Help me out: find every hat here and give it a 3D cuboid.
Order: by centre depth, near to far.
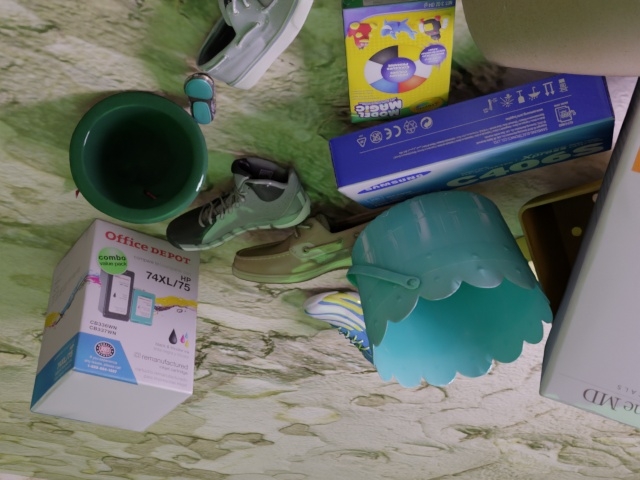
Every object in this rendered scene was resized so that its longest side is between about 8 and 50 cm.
[{"bbox_3d":[-0.249,-0.111,1.107,0.209,0.172,0.183,20,180,0],"label":"hat"}]

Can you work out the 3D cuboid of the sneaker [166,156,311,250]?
[{"bbox_3d":[-0.136,-0.067,1.169,0.229,0.086,0.132,-15,142,2],"label":"sneaker"}]

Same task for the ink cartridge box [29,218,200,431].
[{"bbox_3d":[-0.336,0.145,1.302,0.198,0.270,0.197,19,140,-30],"label":"ink cartridge box"}]

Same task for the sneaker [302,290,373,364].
[{"bbox_3d":[0.082,0.172,1.495,0.240,0.126,0.091,7,155,-15],"label":"sneaker"}]

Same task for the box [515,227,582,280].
[{"bbox_3d":[0.406,0.016,1.339,0.232,0.058,0.087,-25,141,32],"label":"box"}]

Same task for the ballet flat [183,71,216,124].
[{"bbox_3d":[-0.152,-0.191,0.995,0.041,0.041,0.114,1,160,-6],"label":"ballet flat"}]

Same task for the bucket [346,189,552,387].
[{"bbox_3d":[0.179,0.072,1.140,0.281,0.183,0.281,-10,143,-7],"label":"bucket"}]

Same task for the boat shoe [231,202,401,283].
[{"bbox_3d":[0.000,0.000,1.265,0.303,0.109,0.098,-8,109,8],"label":"boat shoe"}]

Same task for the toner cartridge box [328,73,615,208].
[{"bbox_3d":[0.202,-0.127,1.037,0.348,0.075,0.165,-14,168,18],"label":"toner cartridge box"}]

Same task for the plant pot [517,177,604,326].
[{"bbox_3d":[0.427,0.001,1.156,0.212,0.187,0.212,-16,101,20],"label":"plant pot"}]

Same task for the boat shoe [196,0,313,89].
[{"bbox_3d":[-0.076,-0.251,0.873,0.081,0.079,0.227,11,149,-27],"label":"boat shoe"}]

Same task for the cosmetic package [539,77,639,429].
[{"bbox_3d":[0.447,0.004,0.958,0.230,0.161,0.452,17,111,14],"label":"cosmetic package"}]

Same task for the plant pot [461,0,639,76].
[{"bbox_3d":[0.287,-0.262,0.758,0.274,0.256,0.256,-7,151,39],"label":"plant pot"}]

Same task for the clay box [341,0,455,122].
[{"bbox_3d":[0.094,-0.219,0.956,0.128,0.053,0.222,-6,147,3],"label":"clay box"}]
